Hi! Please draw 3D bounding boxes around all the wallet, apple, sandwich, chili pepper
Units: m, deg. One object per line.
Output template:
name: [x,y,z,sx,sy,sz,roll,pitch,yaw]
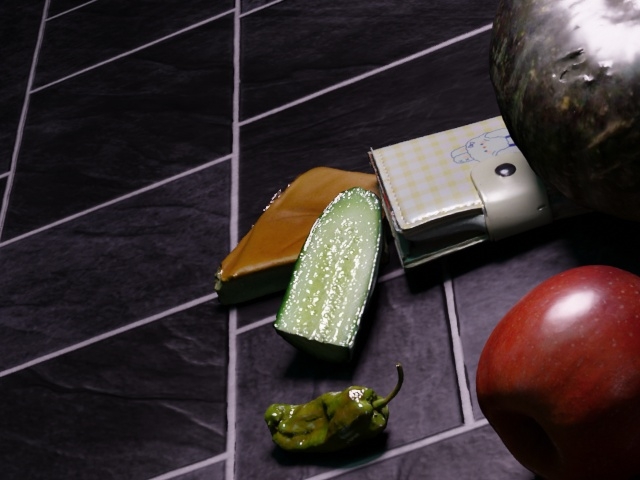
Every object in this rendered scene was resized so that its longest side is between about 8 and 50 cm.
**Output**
wallet: [0.228,-0.087,2.230,0.309,0.077,0.223,-16,35,1]
apple: [0.274,0.138,1.779,0.201,0.218,0.218,-40,34,-23]
sandwich: [0.000,0.000,2.319,0.212,0.063,0.245,10,50,43]
chili pepper: [0.028,0.205,2.005,0.204,0.073,0.072,-16,50,38]

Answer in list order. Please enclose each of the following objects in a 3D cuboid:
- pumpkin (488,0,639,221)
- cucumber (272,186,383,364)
pumpkin: [0.423,-0.216,2.046,0.454,0.344,0.454,-10,52,13]
cucumber: [0.029,0.042,2.192,0.115,0.063,0.244,6,57,23]
